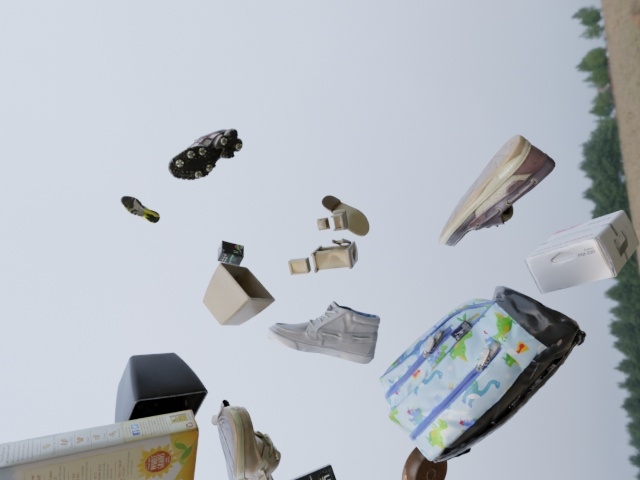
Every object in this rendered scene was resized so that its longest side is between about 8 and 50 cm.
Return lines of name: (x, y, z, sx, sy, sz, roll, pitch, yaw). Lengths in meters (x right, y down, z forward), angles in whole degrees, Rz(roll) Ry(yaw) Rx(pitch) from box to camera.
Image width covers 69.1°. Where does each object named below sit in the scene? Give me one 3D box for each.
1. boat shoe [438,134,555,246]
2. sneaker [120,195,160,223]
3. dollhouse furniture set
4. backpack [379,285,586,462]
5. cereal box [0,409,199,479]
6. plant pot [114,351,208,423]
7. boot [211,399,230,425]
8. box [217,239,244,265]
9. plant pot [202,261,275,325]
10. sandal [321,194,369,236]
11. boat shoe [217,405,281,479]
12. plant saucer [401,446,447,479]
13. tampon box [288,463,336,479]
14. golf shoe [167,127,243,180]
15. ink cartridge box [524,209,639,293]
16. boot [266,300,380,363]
boat shoe: (0.315, -0.067, 0.861, 0.092, 0.285, 0.103, 31, -130, 5)
sneaker: (-0.354, -0.059, 0.902, 0.083, 0.035, 0.031, 41, -110, -40)
dollhouse furniture set: (0.000, 0.000, 1.321, 0.101, 0.182, 0.160, -41, -58, -69)
backpack: (0.287, 0.252, 0.890, 0.355, 0.273, 0.290, -62, -24, 5)
cereal box: (-0.277, 0.308, 0.562, 0.240, 0.047, 0.172, 1, -71, -29)
plant pot: (-0.436, 0.402, 1.221, 0.188, 0.188, 0.167, 7, -148, -40)
boot: (-0.310, 0.546, 1.469, 0.042, 0.118, 0.086, 6, -86, -36)
box: (-0.320, 0.045, 1.656, 0.083, 0.052, 0.062, 15, -142, -22)
plant pot: (-0.183, 0.123, 0.993, 0.109, 0.096, 0.109, 45, -170, 24)
sandal: (0.105, -0.085, 1.788, 0.088, 0.240, 0.079, -46, -27, -8)
boat shoe: (-0.133, 0.415, 0.903, 0.098, 0.109, 0.302, -16, -52, -22)
plant saucer: (0.350, 0.754, 1.513, 0.199, 0.036, 0.198, -3, -83, -30)
tampon box: (-0.026, 0.667, 1.197, 0.101, 0.161, 0.120, 91, 158, -66)
golf shoe: (-0.383, -0.279, 1.505, 0.273, 0.120, 0.105, -36, -50, -32)
ink cartridge box: (0.571, 0.023, 1.010, 0.218, 0.159, 0.092, -21, -95, -42)
boot: (0.010, 0.198, 1.090, 0.095, 0.258, 0.123, -87, 9, -85)
